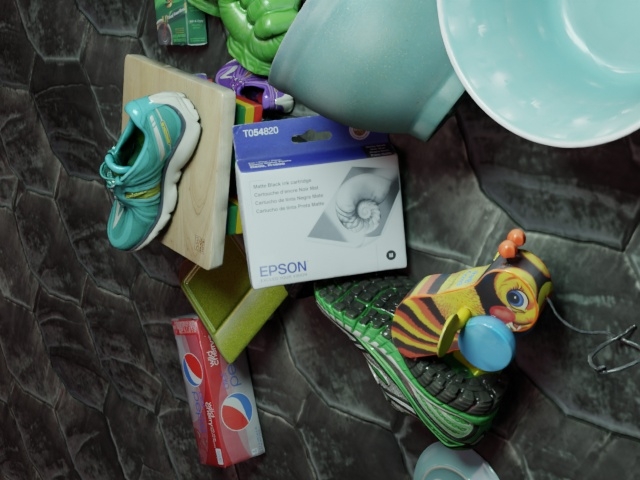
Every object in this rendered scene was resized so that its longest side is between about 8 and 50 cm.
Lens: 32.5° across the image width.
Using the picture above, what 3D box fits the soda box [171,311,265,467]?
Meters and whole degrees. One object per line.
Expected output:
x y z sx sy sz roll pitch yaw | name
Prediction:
-0.175 0.250 1.891 0.083 0.092 0.263 -6 96 52 | soda box

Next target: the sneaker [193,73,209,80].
-0.206 -0.135 1.826 0.146 0.102 0.293 47 138 27 | sneaker

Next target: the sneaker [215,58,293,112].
-0.113 -0.240 1.694 0.170 0.071 0.068 25 119 45 | sneaker

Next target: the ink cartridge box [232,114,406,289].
0.000 -0.058 1.495 0.045 0.223 0.224 -150 52 -77 | ink cartridge box

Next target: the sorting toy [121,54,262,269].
-0.190 -0.123 1.612 0.255 0.089 0.257 27 118 45 | sorting toy

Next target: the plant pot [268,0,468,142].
0.105 -0.240 1.293 0.196 0.293 0.293 39 133 4 | plant pot

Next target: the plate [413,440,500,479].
0.191 0.373 1.535 0.188 0.024 0.188 20 116 47 | plate

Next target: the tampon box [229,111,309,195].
-0.098 -0.116 1.670 0.161 0.120 0.101 37 126 40 | tampon box

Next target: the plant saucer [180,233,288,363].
-0.147 0.068 1.772 0.188 0.045 0.188 -51 51 17 | plant saucer

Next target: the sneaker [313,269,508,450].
0.101 0.157 1.498 0.343 0.134 0.146 44 138 38 | sneaker

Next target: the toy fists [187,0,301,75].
-0.126 -0.380 1.651 0.279 0.096 0.142 53 135 29 | toy fists

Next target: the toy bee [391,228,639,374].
0.214 0.060 1.308 0.298 0.195 0.162 -11 113 16 | toy bee

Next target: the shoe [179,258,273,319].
-0.162 0.088 1.853 0.219 0.058 0.076 26 99 44 | shoe

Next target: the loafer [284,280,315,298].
0.000 0.000 1.618 0.078 0.076 0.223 60 137 24 | loafer

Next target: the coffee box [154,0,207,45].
-0.236 -0.415 1.813 0.113 0.040 0.184 14 111 54 | coffee box

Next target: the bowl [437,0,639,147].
0.288 -0.256 1.111 0.311 0.163 0.311 13 108 43 | bowl

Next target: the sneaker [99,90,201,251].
-0.263 -0.097 1.547 0.107 0.110 0.275 50 133 32 | sneaker
